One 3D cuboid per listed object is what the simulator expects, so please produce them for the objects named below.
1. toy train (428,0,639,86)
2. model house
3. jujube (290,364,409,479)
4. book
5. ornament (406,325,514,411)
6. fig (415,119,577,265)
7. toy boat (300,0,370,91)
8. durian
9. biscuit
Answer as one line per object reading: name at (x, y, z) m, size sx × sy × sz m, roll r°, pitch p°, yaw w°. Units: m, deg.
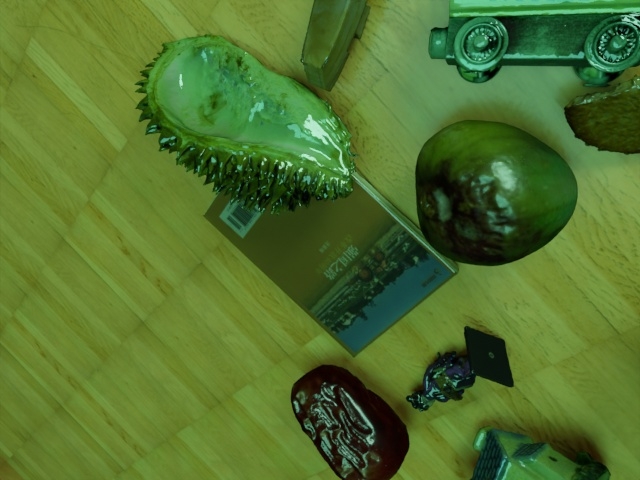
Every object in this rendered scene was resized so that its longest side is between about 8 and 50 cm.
toy train at (0.254, -0.259, 0.531) m, size 0.253 × 0.105 × 0.157 m, roll 8°, pitch 102°, yaw 20°
model house at (0.333, 0.407, 0.776) m, size 0.189 × 0.195 × 0.214 m, roll 22°, pitch 107°, yaw 40°
jujube at (0.051, 0.325, 0.852) m, size 0.230 × 0.155 × 0.155 m, roll 50°, pitch 122°, yaw 7°
book at (0.000, 0.000, 0.789) m, size 0.374 × 0.028 × 0.262 m, roll 43°, pitch 122°, yaw 0°
ornament at (0.220, 0.228, 0.783) m, size 0.081 × 0.088 × 0.203 m, roll 18°, pitch 135°, yaw -13°
fig at (0.216, -0.058, 0.596) m, size 0.191 × 0.181 × 0.181 m, roll 0°, pitch 116°, yaw -6°
toy boat at (0.033, -0.298, 0.614) m, size 0.064 × 0.072 × 0.206 m, roll 30°, pitch 109°, yaw 24°
durian at (-0.114, -0.160, 0.717) m, size 0.394 × 0.163 × 0.198 m, roll 30°, pitch 78°, yaw 20°
biscuit at (0.385, -0.147, 0.529) m, size 0.206 × 0.025 × 0.126 m, roll -11°, pitch 145°, yaw 23°
